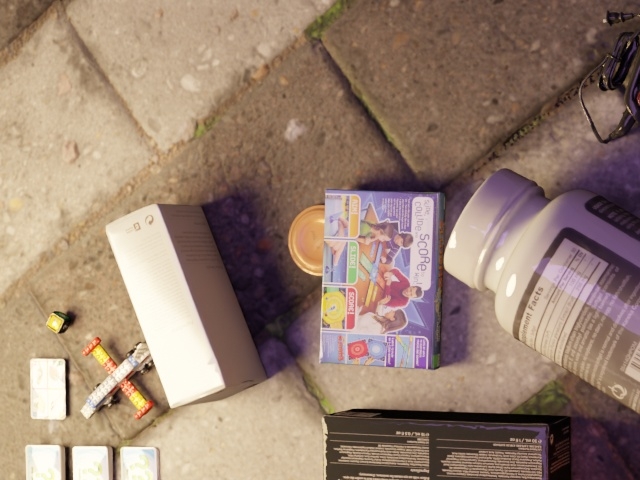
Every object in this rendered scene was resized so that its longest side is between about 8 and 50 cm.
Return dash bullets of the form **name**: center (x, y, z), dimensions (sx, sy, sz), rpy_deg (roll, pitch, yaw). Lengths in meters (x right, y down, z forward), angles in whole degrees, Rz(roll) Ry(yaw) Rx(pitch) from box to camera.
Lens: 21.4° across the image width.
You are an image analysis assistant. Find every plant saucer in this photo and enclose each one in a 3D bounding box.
- **plant saucer**: center (0.000, 0.000, 1.982), dimensions (0.083, 0.013, 0.083), rpy_deg (0, 89, 23)

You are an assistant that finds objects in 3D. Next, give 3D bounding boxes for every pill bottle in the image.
- **pill bottle**: center (0.294, 0.055, 1.767), dimensions (0.318, 0.176, 0.176), rpy_deg (32, 102, 20)

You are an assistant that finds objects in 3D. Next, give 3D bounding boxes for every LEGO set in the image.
- **LEGO set**: center (-0.288, 0.209, 2.086), dimensions (0.182, 0.060, 0.244), rpy_deg (-1, 89, 20)

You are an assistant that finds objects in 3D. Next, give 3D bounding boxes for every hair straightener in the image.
- **hair straightener**: center (0.342, -0.213, 1.824), dimensions (0.089, 0.047, 0.230), rpy_deg (29, 106, 21)

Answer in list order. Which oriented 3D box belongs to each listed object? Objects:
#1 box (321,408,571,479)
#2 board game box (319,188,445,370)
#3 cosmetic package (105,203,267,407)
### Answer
- **box**: center (0.139, 0.284, 1.874), dimensions (0.261, 0.103, 0.184), rpy_deg (0, 89, 23)
- **board game box**: center (0.071, 0.043, 1.932), dimensions (0.136, 0.035, 0.201), rpy_deg (3, 91, 16)
- **cosmetic package**: center (-0.158, 0.075, 1.996), dimensions (0.085, 0.117, 0.231), rpy_deg (-24, 79, 22)
